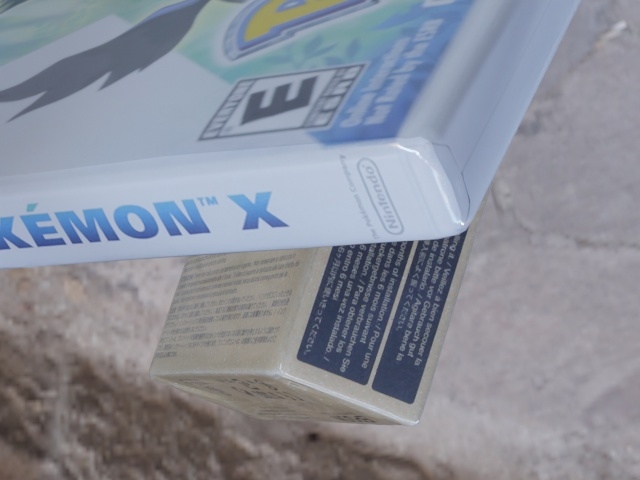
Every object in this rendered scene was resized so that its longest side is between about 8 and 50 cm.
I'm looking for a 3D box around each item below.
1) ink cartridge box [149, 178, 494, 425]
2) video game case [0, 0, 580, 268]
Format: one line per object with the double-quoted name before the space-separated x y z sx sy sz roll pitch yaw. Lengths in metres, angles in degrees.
"ink cartridge box" 0.000 0.000 0.852 0.088 0.193 0.235 23 167 -18
"video game case" -0.036 -0.104 0.557 0.300 0.329 0.036 -4 127 31
